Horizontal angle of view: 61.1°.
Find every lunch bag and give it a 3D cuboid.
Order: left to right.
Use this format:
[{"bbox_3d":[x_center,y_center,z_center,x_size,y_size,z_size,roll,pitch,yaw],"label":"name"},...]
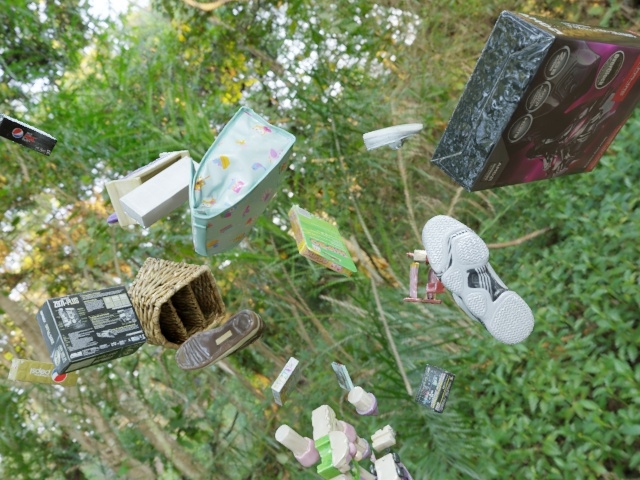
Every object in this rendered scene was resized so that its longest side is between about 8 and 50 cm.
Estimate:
[{"bbox_3d":[-0.188,-0.105,1.126,0.262,0.160,0.223,-57,-1,-24],"label":"lunch bag"}]

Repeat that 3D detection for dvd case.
[{"bbox_3d":[0.071,0.435,1.734,0.013,0.087,0.119,-22,0,-18],"label":"dvd case"}]

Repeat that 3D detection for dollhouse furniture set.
[{"bbox_3d":[0.400,0.135,2.094,0.374,0.152,0.201,43,-128,-76],"label":"dollhouse furniture set"}]

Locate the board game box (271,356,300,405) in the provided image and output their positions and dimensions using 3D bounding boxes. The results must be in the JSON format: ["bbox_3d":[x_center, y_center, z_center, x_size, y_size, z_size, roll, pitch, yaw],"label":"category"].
[{"bbox_3d":[-0.098,0.412,1.575,0.103,0.026,0.154,-55,-18,-26],"label":"board game box"}]

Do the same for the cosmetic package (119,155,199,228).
[{"bbox_3d":[-0.432,-0.138,1.528,0.239,0.099,0.060,-41,-26,-30],"label":"cosmetic package"}]

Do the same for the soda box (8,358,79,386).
[{"bbox_3d":[-0.821,0.396,1.618,0.058,0.181,0.061,-9,67,43],"label":"soda box"}]

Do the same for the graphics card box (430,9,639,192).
[{"bbox_3d":[0.358,-0.206,0.825,0.371,0.094,0.232,-10,-44,-37],"label":"graphics card box"}]

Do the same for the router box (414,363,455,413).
[{"bbox_3d":[0.340,0.440,1.614,0.092,0.038,0.122,6,74,64],"label":"router box"}]

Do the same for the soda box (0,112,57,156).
[{"bbox_3d":[-0.869,-0.310,1.591,0.169,0.053,0.060,27,-86,-56],"label":"soda box"}]

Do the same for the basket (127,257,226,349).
[{"bbox_3d":[-0.461,0.227,1.753,0.299,0.223,0.213,86,-164,-48],"label":"basket"}]

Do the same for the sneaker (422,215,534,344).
[{"bbox_3d":[0.372,0.092,1.375,0.137,0.366,0.210,-39,3,2],"label":"sneaker"}]

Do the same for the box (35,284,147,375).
[{"bbox_3d":[-0.498,0.191,1.186,0.180,0.147,0.077,-10,-24,-50],"label":"box"}]

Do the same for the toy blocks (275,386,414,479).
[{"bbox_3d":[0.092,0.541,1.246,0.309,0.260,0.288,-34,30,15],"label":"toy blocks"}]

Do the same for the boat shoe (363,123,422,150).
[{"bbox_3d":[0.258,-0.358,1.908,0.228,0.081,0.079,-4,16,36],"label":"boat shoe"}]

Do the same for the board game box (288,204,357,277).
[{"bbox_3d":[0.000,0.000,1.210,0.039,0.124,0.259,-59,19,13],"label":"board game box"}]

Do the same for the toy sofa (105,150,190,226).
[{"bbox_3d":[-0.577,-0.182,1.826,0.362,0.177,0.150,-60,-38,-62],"label":"toy sofa"}]

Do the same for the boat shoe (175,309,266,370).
[{"bbox_3d":[-0.250,0.270,1.404,0.258,0.095,0.095,-27,-27,16],"label":"boat shoe"}]
